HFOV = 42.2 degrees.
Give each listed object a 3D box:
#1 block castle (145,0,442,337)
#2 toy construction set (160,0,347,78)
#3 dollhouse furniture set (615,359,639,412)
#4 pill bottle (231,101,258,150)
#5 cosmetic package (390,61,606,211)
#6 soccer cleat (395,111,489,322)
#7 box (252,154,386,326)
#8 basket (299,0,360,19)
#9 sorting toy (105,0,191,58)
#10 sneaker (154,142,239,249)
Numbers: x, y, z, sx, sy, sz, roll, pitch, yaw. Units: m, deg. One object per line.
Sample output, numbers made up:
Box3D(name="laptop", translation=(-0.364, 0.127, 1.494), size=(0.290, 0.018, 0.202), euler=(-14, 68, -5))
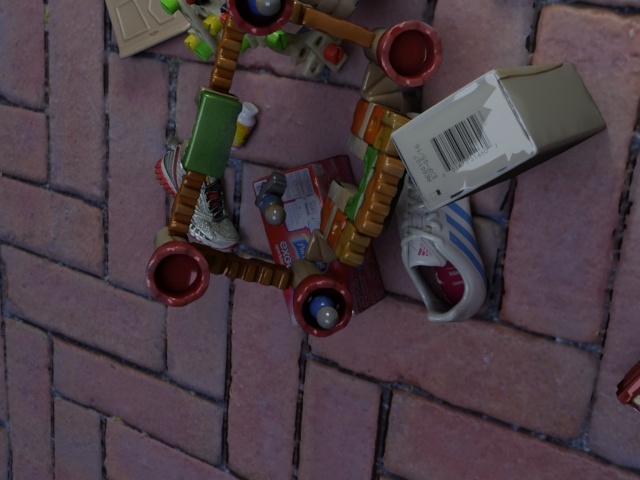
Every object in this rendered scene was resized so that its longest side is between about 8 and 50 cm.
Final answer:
Box3D(name="block castle", translation=(-0.040, -0.109, 1.131), size=(0.302, 0.213, 0.454), euler=(15, 103, -17))
Box3D(name="toy construction set", translation=(-0.120, -0.348, 1.331), size=(0.327, 0.215, 0.151), euler=(23, 69, 26))
Box3D(name="dollhouse furniture set", translation=(0.582, 0.138, 1.053), size=(0.201, 0.152, 0.374), euler=(45, 104, 16))
Box3D(name="pill bottle", translation=(-0.143, -0.203, 1.469), size=(0.043, 0.043, 0.083), euler=(45, 122, 16))
Box3D(name="cosmetic package", translation=(0.241, -0.142, 1.078), size=(0.160, 0.309, 0.113), euler=(-30, 86, 33))
Box3D(name="soccer cleat", translation=(0.168, -0.033, 1.252), size=(0.116, 0.143, 0.332), euler=(-18, 92, 35))
Box3D(name="box", translation=(0.000, 0.000, 1.380), size=(0.128, 0.122, 0.257), euler=(-13, 95, 33))
Box3D(name="basket", translation=(0.004, -0.484, 1.228), size=(0.255, 0.201, 0.289), euler=(-46, 49, 34))
Box3D(name="sorting toy", translation=(-0.322, -0.460, 1.529), size=(0.192, 0.038, 0.209), euler=(-12, 91, 34))
Box3D(name="sneaker", translation=(-0.218, -0.081, 1.523), size=(0.092, 0.088, 0.225), euler=(-40, 80, 32))
